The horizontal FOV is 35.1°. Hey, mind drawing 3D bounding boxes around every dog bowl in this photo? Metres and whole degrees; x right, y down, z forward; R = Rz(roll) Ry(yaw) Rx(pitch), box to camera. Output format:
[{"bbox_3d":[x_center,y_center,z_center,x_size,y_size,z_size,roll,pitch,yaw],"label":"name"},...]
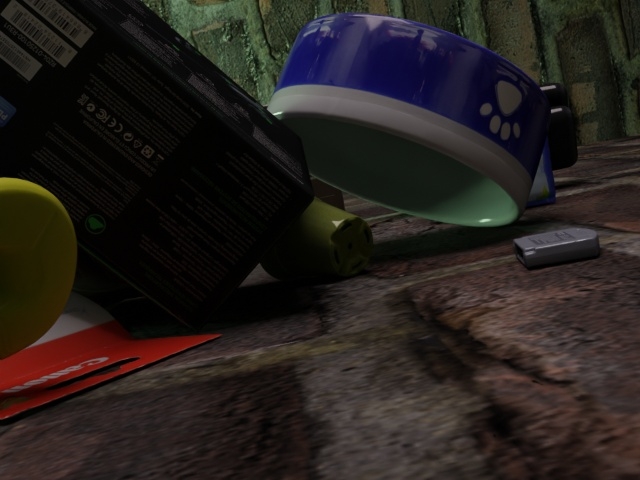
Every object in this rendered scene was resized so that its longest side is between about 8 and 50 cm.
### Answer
[{"bbox_3d":[0.083,-0.110,0.979,0.265,0.104,0.265,19,-10,4],"label":"dog bowl"}]

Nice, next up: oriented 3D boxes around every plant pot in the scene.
[{"bbox_3d":[0.000,0.000,0.859,0.083,0.083,0.079,-15,19,-40],"label":"plant pot"}]

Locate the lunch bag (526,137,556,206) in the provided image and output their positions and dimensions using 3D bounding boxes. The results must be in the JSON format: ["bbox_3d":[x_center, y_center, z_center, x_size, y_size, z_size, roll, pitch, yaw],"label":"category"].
[{"bbox_3d":[0.196,-0.097,1.196,0.151,0.128,0.096,-7,7,26],"label":"lunch bag"}]

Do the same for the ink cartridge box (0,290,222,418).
[{"bbox_3d":[-0.211,0.065,0.641,0.232,0.066,0.189,-13,2,33],"label":"ink cartridge box"}]

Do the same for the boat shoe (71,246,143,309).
[{"bbox_3d":[-0.217,0.011,0.857,0.116,0.123,0.324,-27,-16,15],"label":"boat shoe"}]

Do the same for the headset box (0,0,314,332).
[{"bbox_3d":[-0.141,-0.093,0.788,0.131,0.246,0.283,-48,13,9],"label":"headset box"}]

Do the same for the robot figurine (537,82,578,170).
[{"bbox_3d":[0.214,-0.142,1.428,0.278,0.173,0.209,-10,2,11],"label":"robot figurine"}]

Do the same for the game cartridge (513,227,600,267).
[{"bbox_3d":[0.169,0.004,0.721,0.056,0.017,0.083,-14,4,7],"label":"game cartridge"}]

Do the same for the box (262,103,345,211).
[{"bbox_3d":[-0.073,-0.120,1.676,0.169,0.203,0.167,-11,4,-13],"label":"box"}]

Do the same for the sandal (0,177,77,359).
[{"bbox_3d":[-0.289,0.036,0.504,0.317,0.126,0.138,-16,26,-42],"label":"sandal"}]
